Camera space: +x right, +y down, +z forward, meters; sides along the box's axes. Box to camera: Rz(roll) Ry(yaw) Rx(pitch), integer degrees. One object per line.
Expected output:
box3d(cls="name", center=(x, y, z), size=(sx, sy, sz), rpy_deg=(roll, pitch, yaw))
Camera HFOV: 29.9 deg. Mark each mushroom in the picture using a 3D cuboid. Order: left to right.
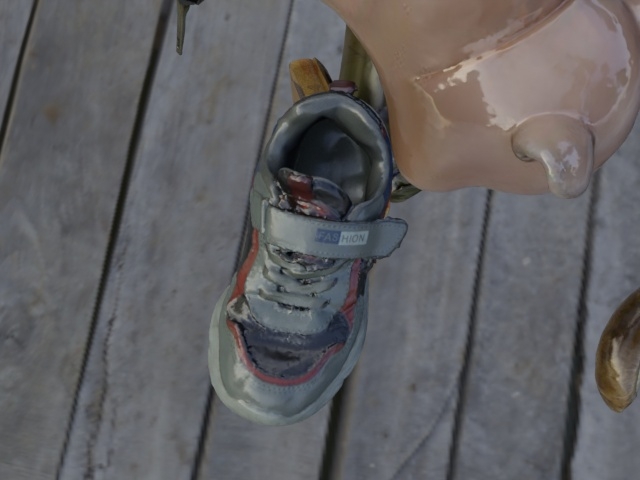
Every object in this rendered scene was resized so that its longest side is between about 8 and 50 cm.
box3d(cls="mushroom", center=(0.375, 0.093, 1.356), size=(0.072, 0.094, 0.210), rpy_deg=(37, 85, 30))

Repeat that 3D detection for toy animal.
box3d(cls="toy animal", center=(0.130, -0.180, 0.897), size=(0.269, 0.326, 0.237), rpy_deg=(30, 58, 22))

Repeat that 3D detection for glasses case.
box3d(cls="glasses case", center=(0.014, -0.084, 1.011), size=(0.041, 0.065, 0.170), rpy_deg=(-14, 43, -8))

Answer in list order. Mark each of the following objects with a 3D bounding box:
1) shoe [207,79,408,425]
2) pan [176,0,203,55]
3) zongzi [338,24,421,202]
box3d(cls="shoe", center=(-0.001, 0.000, 0.734), size=(0.099, 0.125, 0.228), rpy_deg=(15, 73, -7))
box3d(cls="pan", center=(-0.167, -0.340, 1.486), size=(0.048, 0.202, 0.128), rpy_deg=(-22, 73, -23))
box3d(cls="zongzi", center=(0.155, -0.155, 1.158), size=(0.289, 0.123, 0.260), rpy_deg=(7, 89, -23))
